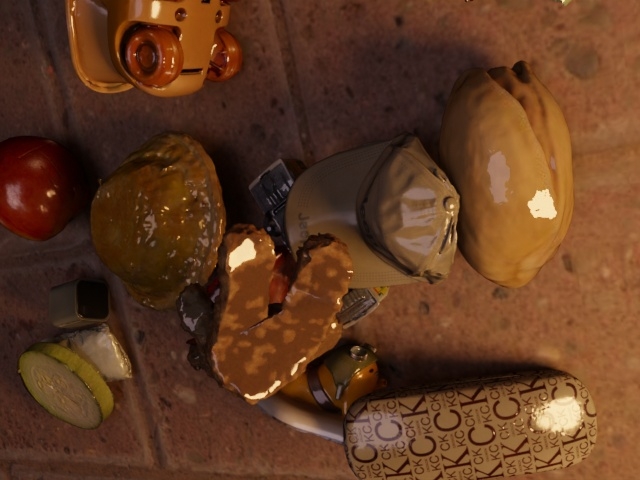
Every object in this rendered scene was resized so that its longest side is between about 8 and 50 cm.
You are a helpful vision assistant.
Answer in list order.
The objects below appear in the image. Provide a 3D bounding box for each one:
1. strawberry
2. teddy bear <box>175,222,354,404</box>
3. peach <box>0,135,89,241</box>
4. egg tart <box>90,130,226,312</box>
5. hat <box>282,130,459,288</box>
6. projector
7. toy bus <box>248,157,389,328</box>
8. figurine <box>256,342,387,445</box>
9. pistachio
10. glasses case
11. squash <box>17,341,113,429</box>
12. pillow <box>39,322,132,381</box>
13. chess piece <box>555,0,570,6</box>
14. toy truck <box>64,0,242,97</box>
[{"bbox_3d":[-0.124,0.090,1.118,0.174,0.098,0.228,15,105,-17],"label":"strawberry"},{"bbox_3d":[-0.080,0.100,0.957,0.246,0.222,0.296,10,107,-16],"label":"teddy bear"},{"bbox_3d":[-0.528,-0.105,1.241,0.197,0.197,0.197,8,107,25],"label":"peach"},{"bbox_3d":[-0.287,-0.031,1.124,0.319,0.128,0.319,1,92,43],"label":"egg tart"},{"bbox_3d":[0.060,-0.024,0.894,0.245,0.149,0.214,-15,90,9],"label":"hat"},{"bbox_3d":[-0.471,0.124,1.323,0.082,0.083,0.083,-16,71,30],"label":"projector"},{"bbox_3d":[0.000,0.000,1.039,0.092,0.106,0.268,-38,82,25],"label":"toy bus"},{"bbox_3d":[-0.002,0.219,1.088,0.250,0.166,0.141,15,95,25],"label":"figurine"},{"bbox_3d":[0.235,-0.077,0.868,0.181,0.162,0.293,15,120,63],"label":"pistachio"},{"bbox_3d":[0.208,0.267,0.959,0.355,0.085,0.137,-8,93,3],"label":"glasses case"},{"bbox_3d":[-0.526,0.297,1.388,0.219,0.041,0.219,15,128,20],"label":"squash"},{"bbox_3d":[-0.484,0.244,1.388,0.229,0.051,0.128,-17,102,32],"label":"pillow"},{"bbox_3d":[0.329,-0.314,0.821,0.093,0.042,0.042,-22,93,36],"label":"chess piece"},{"bbox_3d":[-0.238,-0.341,1.011,0.212,0.204,0.288,22,115,23],"label":"toy truck"}]
